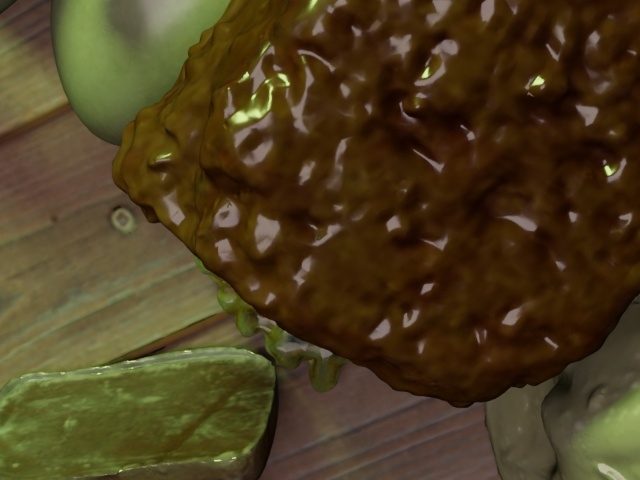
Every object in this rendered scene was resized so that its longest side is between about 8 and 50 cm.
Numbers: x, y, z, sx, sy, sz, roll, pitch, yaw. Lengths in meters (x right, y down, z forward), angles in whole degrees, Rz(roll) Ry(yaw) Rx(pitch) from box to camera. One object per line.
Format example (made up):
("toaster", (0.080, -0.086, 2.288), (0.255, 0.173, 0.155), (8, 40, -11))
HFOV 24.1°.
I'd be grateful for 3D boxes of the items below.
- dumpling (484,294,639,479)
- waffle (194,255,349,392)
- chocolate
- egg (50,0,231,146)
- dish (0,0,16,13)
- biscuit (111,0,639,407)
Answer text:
("dumpling", (0.266, 0.154, 1.156), (0.315, 0.233, 0.395), (14, 113, 39))
("waffle", (-0.001, 0.001, 1.208), (0.204, 0.054, 0.223), (-35, 97, 16))
("chocolate", (-0.154, 0.171, 1.233), (0.254, 0.157, 0.080), (-7, 121, 11))
("egg", (-0.100, -0.183, 1.109), (0.186, 0.186, 0.253), (35, 100, 0))
("dish", (-0.259, -0.292, 1.114), (0.324, 0.124, 0.324), (-7, 80, 40))
("biscuit", (0.105, -0.094, 1.003), (0.343, 0.166, 0.395), (33, 101, -23))
